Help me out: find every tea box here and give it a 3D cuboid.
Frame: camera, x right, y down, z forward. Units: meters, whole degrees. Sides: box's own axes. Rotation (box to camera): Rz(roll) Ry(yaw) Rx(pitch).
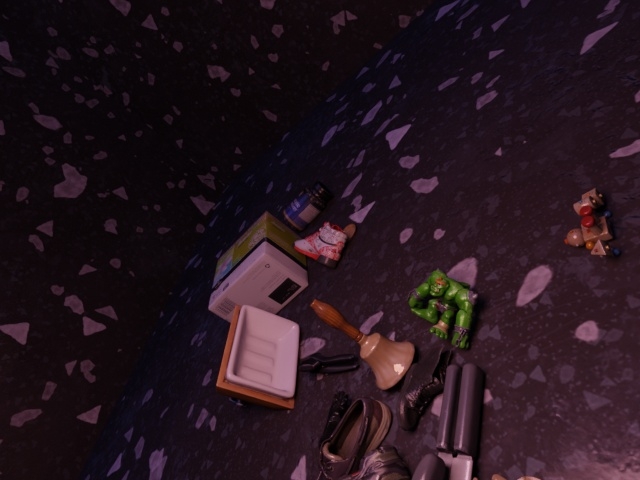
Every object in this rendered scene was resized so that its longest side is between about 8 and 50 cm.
[{"bbox_3d":[-0.240,0.122,1.622,0.329,0.220,0.324,-43,26,18],"label":"tea box"}]

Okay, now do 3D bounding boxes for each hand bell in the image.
[{"bbox_3d":[0.078,0.209,0.922,0.126,0.242,0.126,-51,5,6],"label":"hand bell"}]

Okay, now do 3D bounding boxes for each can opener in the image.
[{"bbox_3d":[0.026,0.333,1.100,0.186,0.059,0.073,-16,15,37],"label":"can opener"},{"bbox_3d":[0.229,0.342,0.714,0.074,0.093,0.281,-22,33,48],"label":"can opener"}]

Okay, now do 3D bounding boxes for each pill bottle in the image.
[{"bbox_3d":[-0.055,-0.150,1.785,0.219,0.122,0.123,-45,26,14],"label":"pill bottle"}]

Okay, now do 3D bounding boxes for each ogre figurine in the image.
[{"bbox_3d":[0.272,0.137,0.908,0.197,0.096,0.118,-102,35,-77],"label":"ogre figurine"}]

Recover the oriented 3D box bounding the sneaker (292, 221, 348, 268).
[{"bbox_3d":[0.001,0.001,1.507,0.270,0.090,0.145,23,88,58],"label":"sneaker"}]

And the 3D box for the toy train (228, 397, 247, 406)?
[{"bbox_3d":[-0.244,0.456,1.363,0.105,0.080,0.184,-34,31,51],"label":"toy train"}]

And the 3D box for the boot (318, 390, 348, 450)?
[{"bbox_3d":[0.033,0.423,0.967,0.099,0.045,0.121,-61,-14,-66],"label":"boot"}]

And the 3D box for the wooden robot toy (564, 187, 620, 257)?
[{"bbox_3d":[0.493,-0.024,0.775,0.079,0.076,0.173,-39,26,48],"label":"wooden robot toy"}]

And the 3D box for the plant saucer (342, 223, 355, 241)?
[{"bbox_3d":[0.100,-0.021,1.482,0.083,0.015,0.083,-39,28,25],"label":"plant saucer"}]

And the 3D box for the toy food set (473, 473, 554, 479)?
[{"bbox_3d":[0.291,0.395,0.616,0.122,0.019,0.078,-17,41,38],"label":"toy food set"}]

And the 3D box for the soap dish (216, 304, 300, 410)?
[{"bbox_3d":[-0.184,0.353,1.240,0.118,0.228,0.291,-55,20,34],"label":"soap dish"}]

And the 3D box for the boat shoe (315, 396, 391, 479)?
[{"bbox_3d":[0.040,0.456,0.862,0.285,0.092,0.102,-56,27,-7],"label":"boat shoe"}]

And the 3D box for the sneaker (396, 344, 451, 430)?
[{"bbox_3d":[0.212,0.298,0.834,0.089,0.051,0.170,-28,31,49],"label":"sneaker"}]

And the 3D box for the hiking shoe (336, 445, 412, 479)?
[{"bbox_3d":[0.075,0.487,0.750,0.227,0.086,0.114,-42,43,-3],"label":"hiking shoe"}]
